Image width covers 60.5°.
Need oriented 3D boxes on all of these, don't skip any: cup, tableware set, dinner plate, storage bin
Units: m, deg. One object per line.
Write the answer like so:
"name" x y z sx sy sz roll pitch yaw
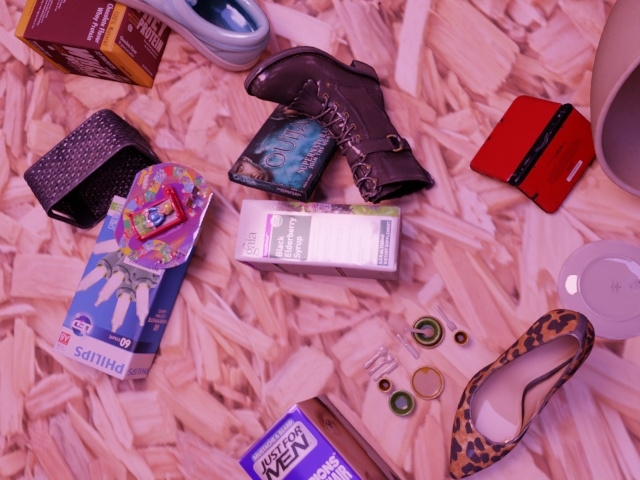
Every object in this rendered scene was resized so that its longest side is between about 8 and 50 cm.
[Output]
"cup" 0.490 -0.240 0.683 0.332 0.331 0.236 -6 51 11
"tableware set" 0.144 0.174 0.789 0.154 0.024 0.104 -39 74 1
"dinner plate" 0.406 0.066 0.763 0.141 0.017 0.141 -2 78 10
"storage bin" -0.371 -0.114 0.906 0.180 0.122 0.084 -39 74 2

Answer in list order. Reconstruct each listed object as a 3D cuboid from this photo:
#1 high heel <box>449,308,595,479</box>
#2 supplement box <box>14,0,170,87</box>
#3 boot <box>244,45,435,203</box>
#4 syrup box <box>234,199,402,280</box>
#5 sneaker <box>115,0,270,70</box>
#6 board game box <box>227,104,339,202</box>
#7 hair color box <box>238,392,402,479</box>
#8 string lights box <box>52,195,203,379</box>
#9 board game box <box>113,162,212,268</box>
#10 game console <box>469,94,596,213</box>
"high heel" 0.236 0.197 0.680 0.093 0.186 0.261 34 87 16
"supplement box" -0.383 -0.396 0.965 0.194 0.129 0.191 13 81 14
"boot" 0.038 -0.157 0.792 0.263 0.091 0.228 -7 67 -34
"syrup box" 0.000 0.000 0.819 0.237 0.096 0.093 4 78 11
"sneaker" -0.227 -0.411 0.835 0.366 0.150 0.135 28 76 -22
"board game box" -0.045 -0.141 0.847 0.126 0.026 0.186 16 50 14
"hair color box" 0.067 0.355 0.683 0.339 0.185 0.110 43 89 16
"string lights box" -0.302 0.074 0.875 0.134 0.077 0.259 17 82 13
"board game box" -0.247 -0.043 0.832 0.133 0.033 0.168 18 82 12
"game console" 0.323 -0.131 0.823 0.124 0.085 0.144 36 87 -15
